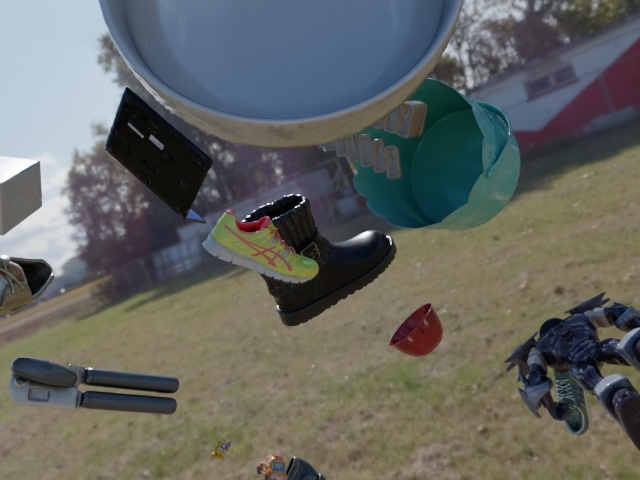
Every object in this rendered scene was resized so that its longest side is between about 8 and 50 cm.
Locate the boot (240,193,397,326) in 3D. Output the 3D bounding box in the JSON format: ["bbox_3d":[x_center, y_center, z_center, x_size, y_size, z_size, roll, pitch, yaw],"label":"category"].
[{"bbox_3d":[0.002,0.001,1.636,0.348,0.260,0.131,-33,22,-28],"label":"boot"}]

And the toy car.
[{"bbox_3d":[-0.107,0.345,1.158,0.122,0.040,0.060,23,-3,-11],"label":"toy car"}]

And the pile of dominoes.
[{"bbox_3d":[0.077,-0.235,1.317,0.040,0.195,0.251,-15,32,-42],"label":"pile of dominoes"}]

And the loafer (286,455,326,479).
[{"bbox_3d":[-0.099,0.537,1.415,0.267,0.084,0.096,-48,9,-28],"label":"loafer"}]

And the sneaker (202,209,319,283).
[{"bbox_3d":[-0.089,0.009,1.268,0.209,0.094,0.081,19,10,-22],"label":"sneaker"}]

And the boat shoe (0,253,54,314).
[{"bbox_3d":[-0.524,0.070,1.176,0.103,0.113,0.302,-31,4,2],"label":"boat shoe"}]

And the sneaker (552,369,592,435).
[{"bbox_3d":[0.614,0.388,1.816,0.064,0.192,0.086,-20,-5,34],"label":"sneaker"}]

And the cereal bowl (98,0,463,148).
[{"bbox_3d":[-0.034,-0.237,0.730,0.339,0.338,0.141,-22,-16,-5],"label":"cereal bowl"}]

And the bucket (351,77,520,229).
[{"bbox_3d":[0.216,-0.146,1.347,0.281,0.281,0.183,-19,-16,37],"label":"bucket"}]

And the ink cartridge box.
[{"bbox_3d":[-0.539,-0.075,1.057,0.231,0.078,0.134,6,21,2],"label":"ink cartridge box"}]

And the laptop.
[{"bbox_3d":[-0.317,-0.167,1.545,0.136,0.234,0.264,-41,-12,-49],"label":"laptop"}]

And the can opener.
[{"bbox_3d":[-0.371,0.248,1.227,0.281,0.074,0.093,13,-18,-26],"label":"can opener"}]

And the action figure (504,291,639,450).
[{"bbox_3d":[0.326,0.147,0.874,0.185,0.099,0.285,-46,7,1],"label":"action figure"}]

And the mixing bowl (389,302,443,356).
[{"bbox_3d":[0.305,0.286,2.235,0.181,0.098,0.181,-46,2,2],"label":"mixing bowl"}]

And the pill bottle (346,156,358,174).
[{"bbox_3d":[0.100,-0.314,1.826,0.162,0.278,0.162,-25,4,2],"label":"pill bottle"}]
